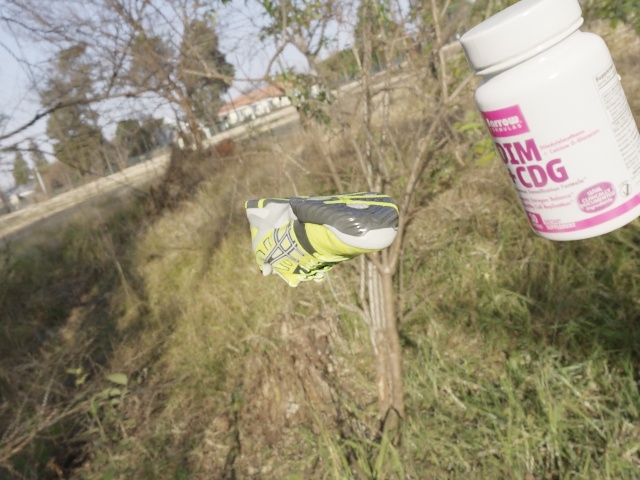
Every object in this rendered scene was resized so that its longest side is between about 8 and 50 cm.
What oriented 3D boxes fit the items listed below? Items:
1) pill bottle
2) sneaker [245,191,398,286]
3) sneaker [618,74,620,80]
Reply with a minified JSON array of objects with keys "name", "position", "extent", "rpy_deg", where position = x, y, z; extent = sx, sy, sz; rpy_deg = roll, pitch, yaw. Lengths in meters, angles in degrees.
[{"name":"pill bottle","position":[0.294,-0.155,0.699],"extent":[0.160,0.283,0.160],"rpy_deg":[-28,16,9]},{"name":"sneaker","position":[0.000,0.000,0.889],"extent":[0.145,0.147,0.384],"rpy_deg":[-7,6,-26]},{"name":"sneaker","position":[0.405,-0.201,0.798],"extent":[0.036,0.083,0.032],"rpy_deg":[5,36,3]}]
